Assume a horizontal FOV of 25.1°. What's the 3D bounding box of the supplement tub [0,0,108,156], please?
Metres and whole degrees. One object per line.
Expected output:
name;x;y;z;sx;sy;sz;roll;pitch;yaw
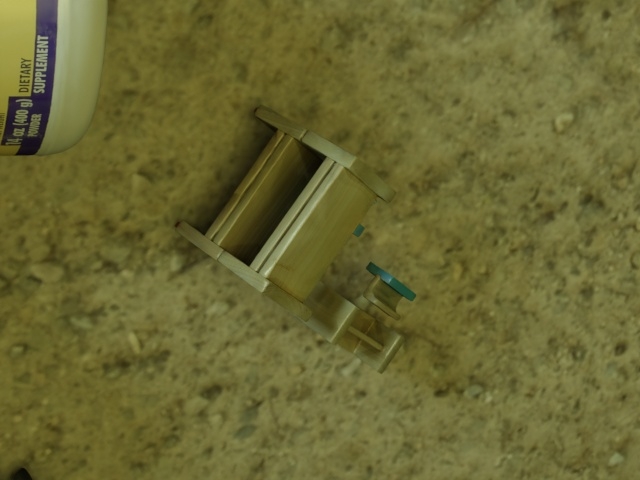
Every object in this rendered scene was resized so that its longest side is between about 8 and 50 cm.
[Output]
supplement tub;-0.326;-0.175;0.964;0.331;0.241;0.241;-2;103;-20

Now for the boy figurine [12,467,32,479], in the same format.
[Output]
boy figurine;-0.342;0.286;1.148;0.285;0.092;0.177;-25;112;-17

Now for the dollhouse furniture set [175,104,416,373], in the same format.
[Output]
dollhouse furniture set;0.000;0.000;1.207;0.129;0.129;0.183;-55;138;-2
